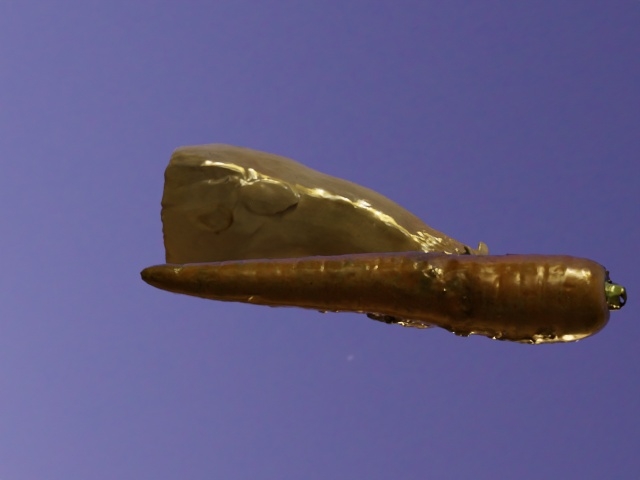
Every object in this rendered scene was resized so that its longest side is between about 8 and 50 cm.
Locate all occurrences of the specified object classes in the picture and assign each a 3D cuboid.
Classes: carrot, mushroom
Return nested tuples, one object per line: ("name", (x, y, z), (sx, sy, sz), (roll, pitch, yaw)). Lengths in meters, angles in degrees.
("carrot", (0.030, 0.025, 0.803), (0.254, 0.049, 0.049), (3, -68, 9))
("mushroom", (0.002, -0.003, 1.021), (0.223, 0.092, 0.081), (16, -46, 1))
